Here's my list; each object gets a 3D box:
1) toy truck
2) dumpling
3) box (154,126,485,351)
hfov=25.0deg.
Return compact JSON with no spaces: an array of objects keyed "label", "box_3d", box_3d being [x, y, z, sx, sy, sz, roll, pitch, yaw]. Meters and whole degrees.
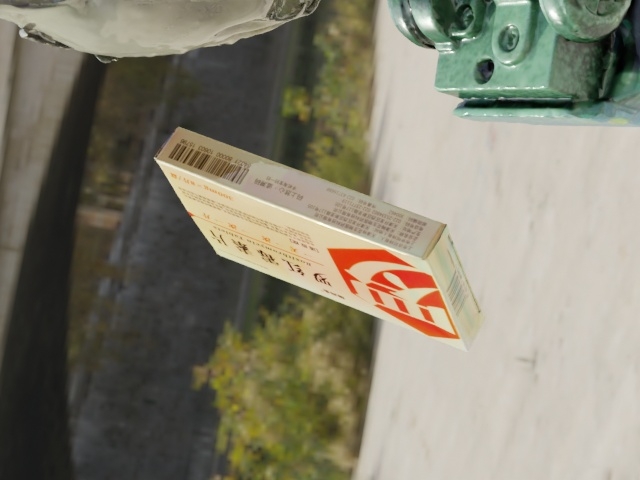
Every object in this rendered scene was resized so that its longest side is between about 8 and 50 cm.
[{"label":"toy truck","box_3d":[0.149,-0.207,0.877,0.155,0.156,0.278,6,86,50]},{"label":"dumpling","box_3d":[-0.098,-0.193,0.827,0.142,0.247,0.172,-4,91,50]},{"label":"box","box_3d":[0.000,0.000,0.421,0.015,0.093,0.058,-59,-30,-18]}]
